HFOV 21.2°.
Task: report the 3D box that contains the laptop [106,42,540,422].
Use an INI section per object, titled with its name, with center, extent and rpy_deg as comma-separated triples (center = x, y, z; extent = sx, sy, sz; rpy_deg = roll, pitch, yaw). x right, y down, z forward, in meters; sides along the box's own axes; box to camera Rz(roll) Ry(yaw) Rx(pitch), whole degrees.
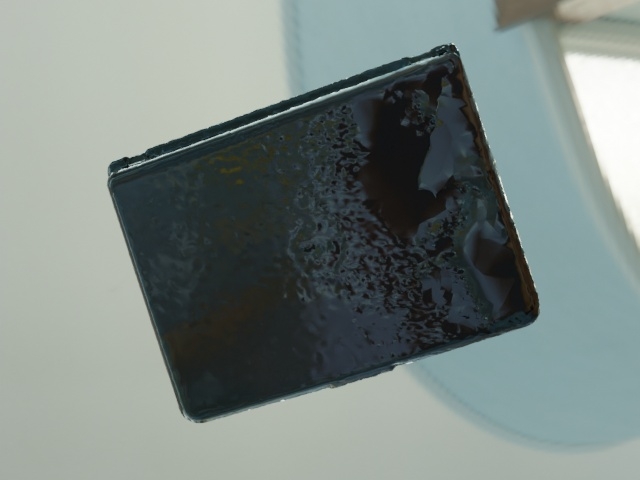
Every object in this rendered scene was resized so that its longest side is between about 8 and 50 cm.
[laptop]
center = 0.000, 0.000, 0.903
extent = 0.026, 0.207, 0.154
rpy_deg = -21, -87, -74
